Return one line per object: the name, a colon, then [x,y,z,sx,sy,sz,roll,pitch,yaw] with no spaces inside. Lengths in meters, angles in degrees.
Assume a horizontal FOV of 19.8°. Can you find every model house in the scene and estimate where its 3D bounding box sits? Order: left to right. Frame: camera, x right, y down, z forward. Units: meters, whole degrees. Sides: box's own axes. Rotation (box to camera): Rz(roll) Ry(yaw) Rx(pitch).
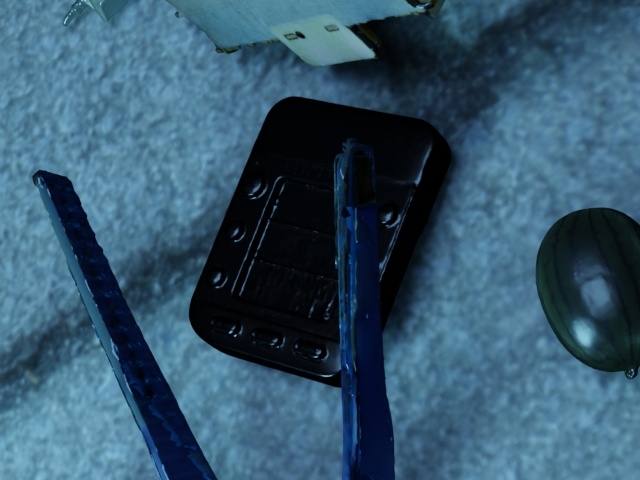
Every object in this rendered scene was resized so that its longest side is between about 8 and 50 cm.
model house: [0.012,-0.251,1.260,0.271,0.178,0.206,-5,51,54]

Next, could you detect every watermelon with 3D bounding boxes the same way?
watermelon: [0.172,0.031,1.107,0.078,0.078,0.111,-29,59,20]

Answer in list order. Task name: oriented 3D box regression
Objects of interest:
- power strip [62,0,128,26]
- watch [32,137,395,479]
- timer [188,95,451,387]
power strip: [-0.115,-0.255,1.431,0.252,0.027,0.060,-40,55,12]
watch: [-0.074,0.081,1.191,0.276,0.068,0.274,-4,94,37]
timer: [0.000,0.000,1.244,0.144,0.055,0.187,14,76,34]
